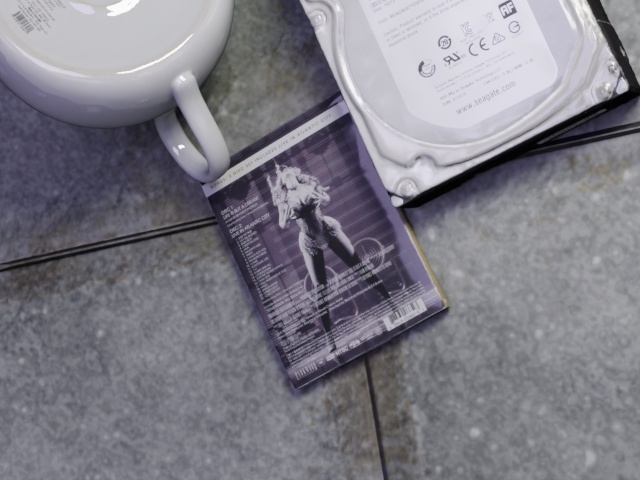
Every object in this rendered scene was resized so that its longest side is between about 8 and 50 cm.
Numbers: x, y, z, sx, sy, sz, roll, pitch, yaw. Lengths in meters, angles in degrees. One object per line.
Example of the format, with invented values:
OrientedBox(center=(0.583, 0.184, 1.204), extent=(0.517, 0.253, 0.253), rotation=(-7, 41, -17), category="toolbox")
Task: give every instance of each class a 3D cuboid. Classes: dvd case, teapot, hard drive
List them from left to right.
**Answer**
OrientedBox(center=(-0.192, -0.196, 1.793), extent=(0.252, 0.187, 0.256), rotation=(7, 68, -1), category="teapot")
OrientedBox(center=(0.000, 0.000, 1.784), extent=(0.164, 0.018, 0.221), rotation=(-30, 77, 20), category="dvd case")
OrientedBox(center=(0.101, -0.227, 1.718), extent=(0.237, 0.064, 0.339), rotation=(-26, 81, 20), category="hard drive")
